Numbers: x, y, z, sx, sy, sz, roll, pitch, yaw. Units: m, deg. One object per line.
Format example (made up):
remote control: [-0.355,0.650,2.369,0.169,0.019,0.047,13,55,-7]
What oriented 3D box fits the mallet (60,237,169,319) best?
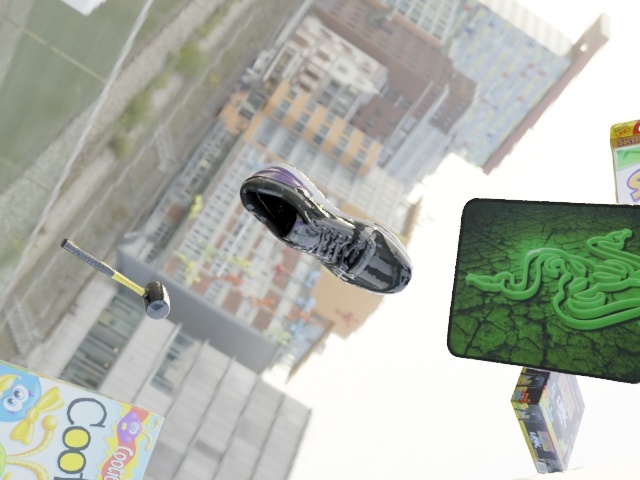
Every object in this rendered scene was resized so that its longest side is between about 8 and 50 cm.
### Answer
mallet: [-0.298,0.057,1.358,0.039,0.190,0.062,-47,-143,11]

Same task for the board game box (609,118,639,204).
board game box: [0.479,-0.061,1.301,0.124,0.259,0.039,-11,-146,11]

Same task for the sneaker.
sneaker: [0.000,0.000,1.359,0.107,0.283,0.124,-59,171,21]

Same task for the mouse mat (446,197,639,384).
mouse mat: [0.203,0.040,0.820,0.007,0.190,0.152,13,82,-56]

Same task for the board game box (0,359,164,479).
board game box: [-0.336,0.206,0.992,0.142,0.275,0.144,-1,-113,56]

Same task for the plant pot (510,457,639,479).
plant pot: [0.350,0.377,0.927,0.252,0.248,0.247,2,-91,50]

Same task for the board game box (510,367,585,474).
board game box: [0.346,0.247,1.395,0.048,0.170,0.141,1,-138,34]
